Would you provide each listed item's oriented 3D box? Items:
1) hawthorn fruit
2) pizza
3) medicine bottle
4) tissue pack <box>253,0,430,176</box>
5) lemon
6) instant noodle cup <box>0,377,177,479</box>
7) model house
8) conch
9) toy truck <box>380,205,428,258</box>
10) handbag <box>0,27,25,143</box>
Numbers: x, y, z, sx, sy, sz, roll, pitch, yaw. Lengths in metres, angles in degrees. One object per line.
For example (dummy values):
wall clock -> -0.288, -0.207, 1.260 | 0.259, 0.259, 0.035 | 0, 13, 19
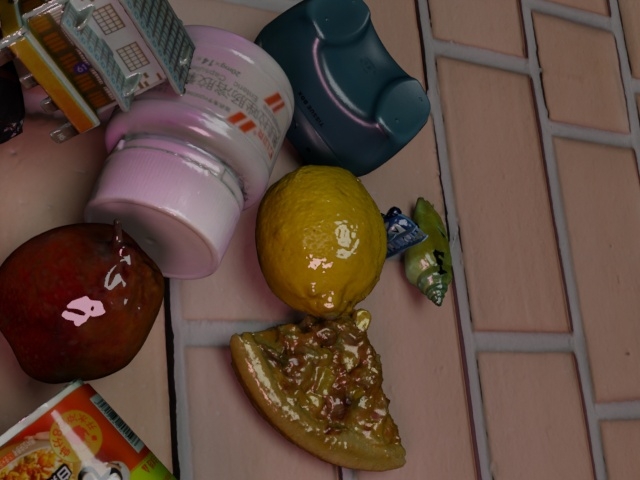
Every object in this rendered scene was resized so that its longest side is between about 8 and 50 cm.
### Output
hawthorn fruit -> -0.300, 0.061, 1.368 | 0.208, 0.248, 0.208 | 22, 45, -24
pizza -> 0.000, 0.245, 1.633 | 0.257, 0.087, 0.268 | -12, 83, -35
medicine bottle -> -0.186, -0.122, 1.520 | 0.241, 0.241, 0.302 | 32, 58, -23
tissue pack -> 0.020, -0.246, 1.746 | 0.287, 0.206, 0.198 | 54, 43, -10
lemon -> 0.000, 0.000, 1.642 | 0.204, 0.204, 0.260 | 10, 59, -33
instant noodle cup -> -0.273, 0.344, 1.286 | 0.294, 0.294, 0.308 | -37, 89, -38
model house -> -0.299, -0.273, 1.377 | 0.224, 0.215, 0.198 | 59, 9, -49
conch -> 0.188, 0.028, 1.851 | 0.095, 0.079, 0.201 | 46, 43, -37
toy truck -> 0.133, -0.016, 1.780 | 0.063, 0.136, 0.074 | 37, 56, -18
handbag -> -0.482, -0.226, 1.379 | 0.155, 0.169, 0.215 | -21, 80, 4
